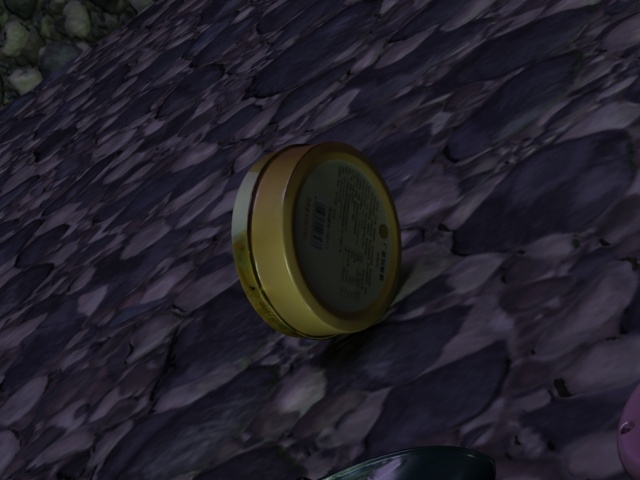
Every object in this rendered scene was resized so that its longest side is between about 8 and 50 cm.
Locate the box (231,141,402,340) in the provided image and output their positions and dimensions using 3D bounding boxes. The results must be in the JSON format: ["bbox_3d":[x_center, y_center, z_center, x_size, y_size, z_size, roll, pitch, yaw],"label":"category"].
[{"bbox_3d":[0.000,0.000,0.773,0.037,0.105,0.105,-8,32,39],"label":"box"}]

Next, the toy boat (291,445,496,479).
[{"bbox_3d":[0.006,0.117,0.562,0.141,0.055,0.060,-30,26,16],"label":"toy boat"}]

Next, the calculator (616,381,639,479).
[{"bbox_3d":[0.177,0.042,0.503,0.166,0.024,0.103,-27,20,24],"label":"calculator"}]
